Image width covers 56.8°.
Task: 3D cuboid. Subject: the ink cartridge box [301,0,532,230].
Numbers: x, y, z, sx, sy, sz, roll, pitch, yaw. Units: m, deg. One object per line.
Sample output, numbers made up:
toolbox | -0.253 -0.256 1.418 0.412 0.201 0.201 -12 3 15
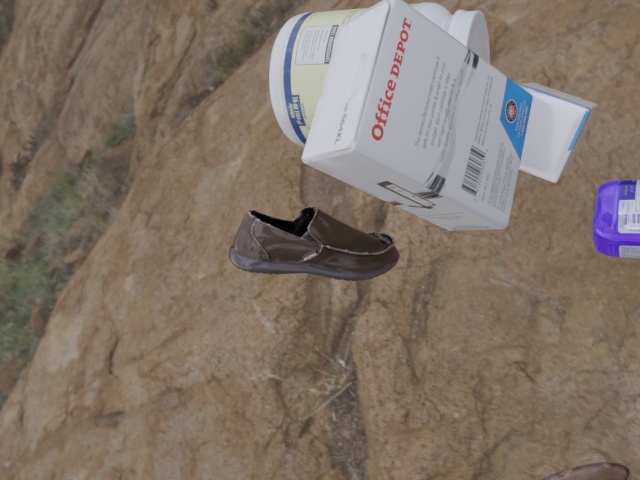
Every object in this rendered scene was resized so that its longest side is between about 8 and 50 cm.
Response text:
ink cartridge box | 0.099 -0.110 0.572 0.086 0.203 0.148 -1 70 57

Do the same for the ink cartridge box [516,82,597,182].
ink cartridge box | 0.281 -0.140 0.742 0.090 0.143 0.092 26 116 21

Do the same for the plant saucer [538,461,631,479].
plant saucer | 0.403 0.411 0.944 0.198 0.198 0.036 -28 77 24

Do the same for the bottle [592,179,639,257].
bottle | 0.541 -0.030 0.831 0.283 0.092 0.118 1 56 31

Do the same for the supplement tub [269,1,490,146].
supplement tub | 0.104 -0.272 1.002 0.324 0.235 0.235 6 71 26

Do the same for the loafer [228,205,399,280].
loafer | 0.000 0.000 1.217 0.134 0.366 0.130 -130 45 -62
